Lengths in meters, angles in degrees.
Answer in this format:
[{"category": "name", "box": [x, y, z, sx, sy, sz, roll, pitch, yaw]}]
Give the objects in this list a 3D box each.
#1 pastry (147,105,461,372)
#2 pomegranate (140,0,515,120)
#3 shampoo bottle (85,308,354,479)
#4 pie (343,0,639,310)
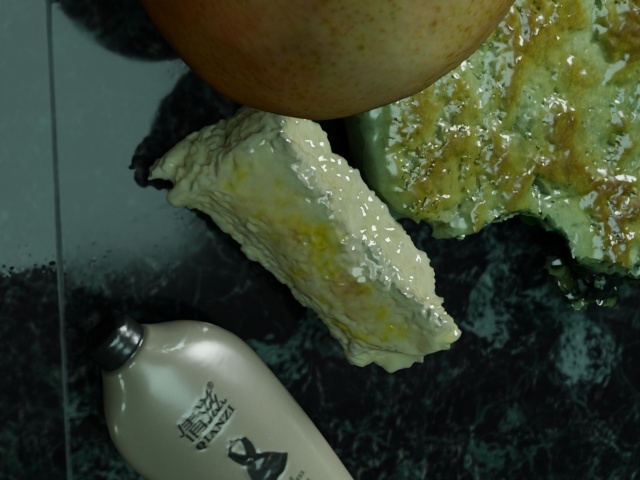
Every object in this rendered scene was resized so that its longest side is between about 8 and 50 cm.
[{"category": "pastry", "box": [0.003, -0.003, 1.212, 0.258, 0.121, 0.089, 42, 50, -25]}, {"category": "pomegranate", "box": [0.013, -0.233, 1.047, 0.319, 0.319, 0.319, -7, 106, -24]}, {"category": "shampoo bottle", "box": [-0.080, 0.142, 1.232, 0.257, 0.078, 0.127, 43, 84, -26]}, {"category": "pie", "box": [0.185, -0.106, 1.298, 0.371, 0.078, 0.296, 19, 95, -29]}]
